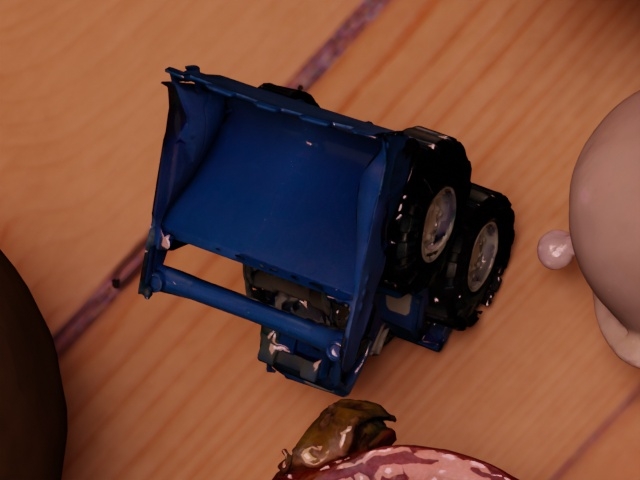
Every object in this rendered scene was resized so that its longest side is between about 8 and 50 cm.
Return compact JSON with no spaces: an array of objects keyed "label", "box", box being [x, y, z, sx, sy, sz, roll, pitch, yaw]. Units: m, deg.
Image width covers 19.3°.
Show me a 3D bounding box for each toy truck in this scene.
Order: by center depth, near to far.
[{"label":"toy truck","box":[0.000,0.000,0.869,0.113,0.208,0.126,19,81,26]}]

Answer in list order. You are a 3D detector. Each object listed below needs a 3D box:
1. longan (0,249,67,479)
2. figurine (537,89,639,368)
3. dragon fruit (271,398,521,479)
[{"label":"longan","box":[-0.266,0.099,0.892,0.319,0.319,0.318,-6,73,19]},{"label":"figurine","box":[0.200,-0.024,0.834,0.237,0.141,0.162,-36,37,42]},{"label":"dragon fruit","box":[0.042,0.215,0.839,0.211,0.147,0.282,-16,72,6]}]
